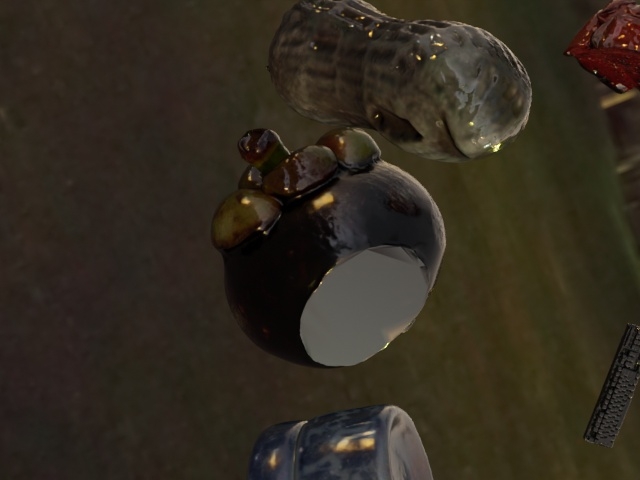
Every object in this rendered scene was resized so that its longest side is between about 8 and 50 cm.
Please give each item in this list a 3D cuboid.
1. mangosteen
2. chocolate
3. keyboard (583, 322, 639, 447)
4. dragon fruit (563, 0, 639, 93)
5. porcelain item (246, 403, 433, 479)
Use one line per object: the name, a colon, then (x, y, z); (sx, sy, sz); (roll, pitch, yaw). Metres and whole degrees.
mangosteen: (0.002, 0.004, 1.738); (0.287, 0.287, 0.233); (58, 5, -38)
chocolate: (0.056, -0.124, 1.133); (0.248, 0.110, 0.110); (25, -18, 38)
keyboard: (0.465, 0.227, 2.347); (0.060, 0.195, 0.018); (19, 3, -29)
dragon fruit: (0.386, -0.213, 1.795); (0.092, 0.192, 0.122); (-20, 118, -39)
porcelain item: (0.016, 0.196, 1.078); (0.147, 0.114, 0.147); (-13, 90, -77)
